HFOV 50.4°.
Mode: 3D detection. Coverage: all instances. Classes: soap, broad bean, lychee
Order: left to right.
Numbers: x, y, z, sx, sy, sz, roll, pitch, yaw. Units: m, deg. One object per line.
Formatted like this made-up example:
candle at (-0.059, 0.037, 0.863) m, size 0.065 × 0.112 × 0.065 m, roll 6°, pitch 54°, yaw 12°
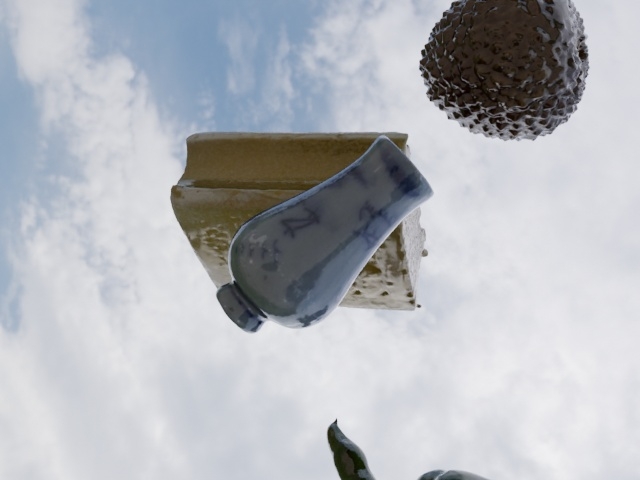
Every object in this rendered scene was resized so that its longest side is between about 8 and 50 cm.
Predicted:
soap at (-0.016, -0.025, 1.012) m, size 0.335 × 0.293 × 0.156 m, roll 4°, pitch -121°, yaw 13°
broad bean at (0.063, 0.379, 1.027) m, size 0.060 × 0.043 × 0.297 m, roll -41°, pitch -149°, yaw 10°
lychee at (0.278, -0.275, 1.052) m, size 0.268 × 0.268 × 0.267 m, roll -1°, pitch -91°, yaw 41°

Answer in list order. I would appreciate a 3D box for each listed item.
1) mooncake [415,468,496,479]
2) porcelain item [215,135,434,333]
mooncake at (0.191, 0.498, 0.977) m, size 0.351 × 0.188 × 0.351 m, roll -160°, pitch -90°, yaw -81°
porcelain item at (0.000, 0.000, 0.750) m, size 0.259 × 0.141 × 0.141 m, roll -41°, pitch -119°, yaw 7°
